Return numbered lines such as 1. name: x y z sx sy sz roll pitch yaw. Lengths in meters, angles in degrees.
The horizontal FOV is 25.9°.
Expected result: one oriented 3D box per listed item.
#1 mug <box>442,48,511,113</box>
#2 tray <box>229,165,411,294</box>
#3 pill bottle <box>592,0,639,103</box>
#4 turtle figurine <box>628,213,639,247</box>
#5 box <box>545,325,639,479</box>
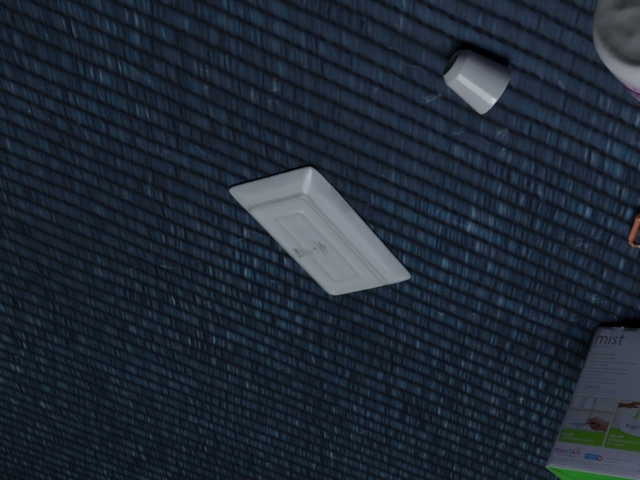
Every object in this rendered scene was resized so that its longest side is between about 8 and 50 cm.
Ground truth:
1. mug: 0.173 -0.184 1.612 0.064 0.062 0.078 31 135 -12
2. tray: 0.000 0.000 1.947 0.145 0.030 0.270 -12 138 33
3. pill bottle: 0.415 -0.173 1.437 0.169 0.169 0.301 -14 149 33
4. turtle figurine: 0.520 0.022 1.723 0.217 0.087 0.269 16 164 -17
5. box: 0.474 0.245 1.912 0.127 0.231 0.262 39 155 -33
